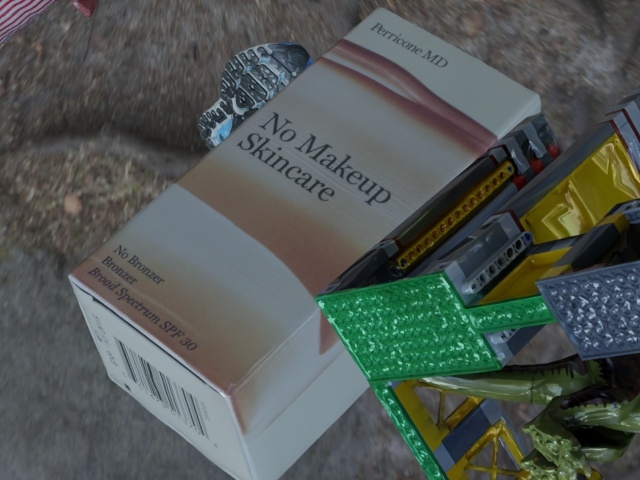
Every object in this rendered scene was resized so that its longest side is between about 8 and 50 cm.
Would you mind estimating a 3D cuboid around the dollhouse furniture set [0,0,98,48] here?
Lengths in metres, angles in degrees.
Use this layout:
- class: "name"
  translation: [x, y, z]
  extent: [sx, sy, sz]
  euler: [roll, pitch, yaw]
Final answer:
- class: "dollhouse furniture set"
  translation: [-0.335, -0.300, 1.096]
  extent: [0.374, 0.152, 0.201]
  euler: [40, 141, -23]

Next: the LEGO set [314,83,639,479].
- class: "LEGO set"
  translation: [0.174, 0.038, 0.621]
  extent: [0.192, 0.331, 0.255]
  euler: [-40, 95, -31]

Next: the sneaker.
- class: "sneaker"
  translation: [-0.048, -0.128, 1.258]
  extent: [0.073, 0.162, 0.063]
  euler: [-34, 87, -34]

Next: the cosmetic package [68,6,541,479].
- class: "cosmetic package"
  translation: [0.000, 0.000, 0.970]
  extent: [0.296, 0.153, 0.129]
  euler: [-44, 149, -24]
